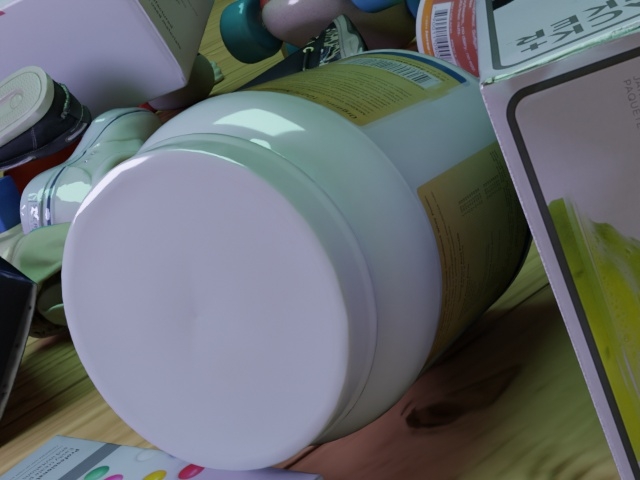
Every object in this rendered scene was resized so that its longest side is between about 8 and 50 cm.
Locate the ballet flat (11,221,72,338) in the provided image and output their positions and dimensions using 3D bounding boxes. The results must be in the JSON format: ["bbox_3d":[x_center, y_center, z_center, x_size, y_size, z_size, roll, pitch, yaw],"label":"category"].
[{"bbox_3d":[-0.109,0.015,0.763,0.248,0.086,0.086,-16,18,25],"label":"ballet flat"}]

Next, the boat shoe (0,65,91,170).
[{"bbox_3d":[-0.330,-0.088,1.109,0.233,0.084,0.079,-23,-27,24],"label":"boat shoe"}]

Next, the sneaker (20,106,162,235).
[{"bbox_3d":[-0.182,-0.056,1.053,0.091,0.094,0.258,3,27,12],"label":"sneaker"}]

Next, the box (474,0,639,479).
[{"bbox_3d":[0.126,-0.035,0.441,0.087,0.169,0.290,-19,19,13],"label":"box"}]

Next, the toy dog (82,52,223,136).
[{"bbox_3d":[-0.314,-0.232,1.583,0.333,0.161,0.220,-20,18,9],"label":"toy dog"}]

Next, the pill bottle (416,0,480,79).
[{"bbox_3d":[0.177,-0.161,0.827,0.121,0.121,0.216,-31,20,-25],"label":"pill bottle"}]

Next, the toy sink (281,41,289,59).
[{"bbox_3d":[0.006,-0.364,1.451,0.131,0.234,0.153,-4,24,46],"label":"toy sink"}]

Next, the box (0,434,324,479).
[{"bbox_3d":[-0.101,0.137,0.435,0.186,0.038,0.145,-2,27,46],"label":"box"}]

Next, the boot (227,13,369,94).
[{"bbox_3d":[-0.034,-0.141,1.099,0.178,0.085,0.236,-25,16,3],"label":"boot"}]

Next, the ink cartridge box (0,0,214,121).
[{"bbox_3d":[-0.270,-0.286,1.280,0.279,0.160,0.385,-20,34,20],"label":"ink cartridge box"}]

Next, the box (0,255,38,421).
[{"bbox_3d":[-0.293,0.039,0.673,0.207,0.108,0.153,17,-1,-28],"label":"box"}]

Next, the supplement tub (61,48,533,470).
[{"bbox_3d":[0.000,0.000,0.486,0.144,0.144,0.199,-13,9,30],"label":"supplement tub"}]

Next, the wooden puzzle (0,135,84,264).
[{"bbox_3d":[-0.377,-0.015,1.156,0.322,0.081,0.348,-16,19,20],"label":"wooden puzzle"}]

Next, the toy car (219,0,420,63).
[{"bbox_3d":[0.014,-0.333,1.260,0.219,0.238,0.210,-14,-10,40],"label":"toy car"}]
